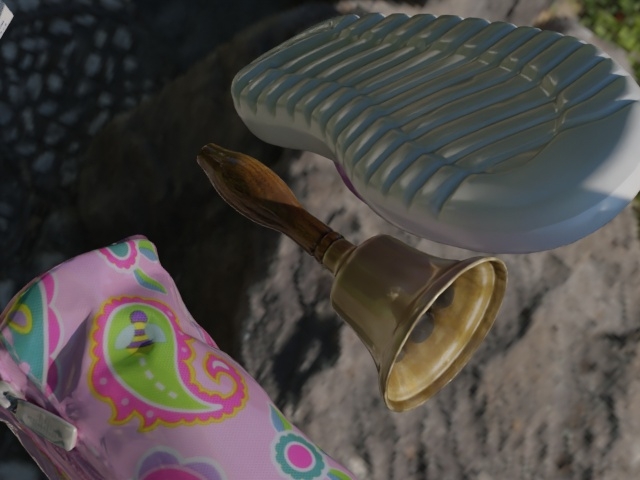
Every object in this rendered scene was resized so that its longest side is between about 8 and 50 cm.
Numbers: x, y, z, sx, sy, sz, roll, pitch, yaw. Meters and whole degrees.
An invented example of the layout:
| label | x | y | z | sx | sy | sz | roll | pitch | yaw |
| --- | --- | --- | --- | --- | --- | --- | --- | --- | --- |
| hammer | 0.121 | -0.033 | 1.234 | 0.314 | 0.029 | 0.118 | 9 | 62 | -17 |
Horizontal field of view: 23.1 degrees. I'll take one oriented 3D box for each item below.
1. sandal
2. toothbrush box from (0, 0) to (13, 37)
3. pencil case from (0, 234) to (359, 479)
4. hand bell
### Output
| label | x | y | z | sx | sy | sz | roll | pitch | yaw |
| --- | --- | --- | --- | --- | --- | --- | --- | --- | --- |
| sandal | 0.080 | -0.062 | 0.985 | 0.169 | 0.102 | 0.416 | -32 | 27 | -11 |
| toothbrush box | -0.390 | -0.213 | 1.288 | 0.216 | 0.295 | 0.126 | 30 | 88 | -4 |
| pencil case | -0.047 | 0.126 | 0.715 | 0.124 | 0.124 | 0.284 | -28 | 69 | -42 |
| hand bell | 0.000 | 0.000 | 1.108 | 0.242 | 0.126 | 0.126 | 37 | 42 | 26 |
